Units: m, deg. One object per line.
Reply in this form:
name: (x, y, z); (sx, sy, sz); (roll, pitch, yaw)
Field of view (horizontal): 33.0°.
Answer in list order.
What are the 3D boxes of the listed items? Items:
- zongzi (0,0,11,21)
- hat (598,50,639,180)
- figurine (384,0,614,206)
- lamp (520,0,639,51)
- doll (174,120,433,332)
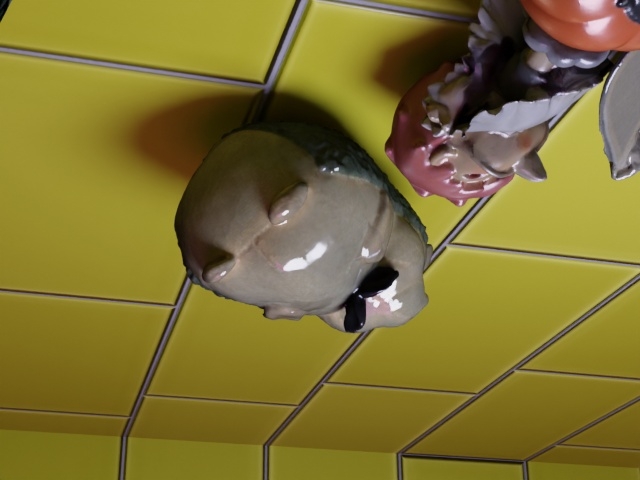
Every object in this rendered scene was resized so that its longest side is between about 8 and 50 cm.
zongzi: (-0.314, -0.254, 0.809); (0.319, 0.362, 0.383); (5, 116, -7)
hat: (0.351, -0.175, 1.026); (0.214, 0.149, 0.245); (-21, 138, 11)
figurine: (0.164, -0.118, 1.079); (0.166, 0.207, 0.387); (46, 151, 6)
lamp: (0.229, -0.245, 0.835); (0.187, 0.164, 0.188); (-16, 142, -13)
doll: (0.000, 0.000, 1.262); (0.247, 0.247, 0.349); (-15, 160, 28)
